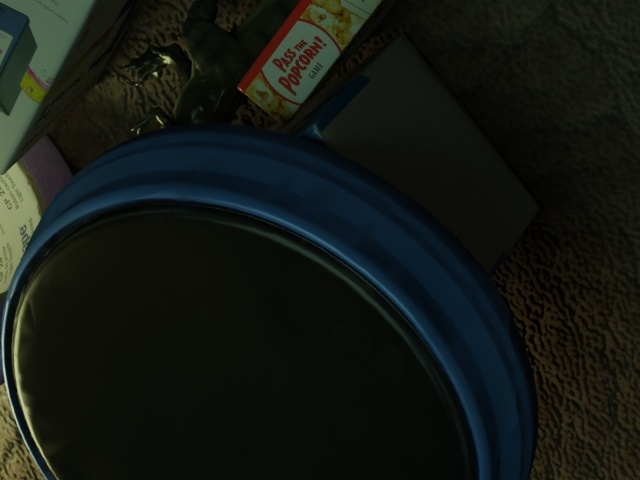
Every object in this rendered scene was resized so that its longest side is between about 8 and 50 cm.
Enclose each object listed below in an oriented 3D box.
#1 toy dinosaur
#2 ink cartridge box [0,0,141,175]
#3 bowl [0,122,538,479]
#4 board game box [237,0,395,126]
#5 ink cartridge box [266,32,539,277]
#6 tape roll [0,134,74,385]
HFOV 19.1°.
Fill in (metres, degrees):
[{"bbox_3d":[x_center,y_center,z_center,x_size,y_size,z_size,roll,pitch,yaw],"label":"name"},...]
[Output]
[{"bbox_3d":[-0.082,-0.137,1.385,0.118,0.064,0.268,39,98,36],"label":"toy dinosaur"},{"bbox_3d":[-0.194,-0.174,1.381,0.093,0.154,0.212,37,127,0],"label":"ink cartridge box"},{"bbox_3d":[-0.046,0.110,1.311,0.391,0.077,0.391,13,125,19],"label":"bowl"},{"bbox_3d":[0.037,-0.180,1.267,0.045,0.147,0.193,39,128,0],"label":"board game box"},{"bbox_3d":[0.000,0.000,1.377,0.232,0.171,0.168,-33,100,36],"label":"ink cartridge box"},{"bbox_3d":[-0.313,-0.013,1.461,0.275,0.275,0.090,46,127,-5],"label":"tape roll"}]
